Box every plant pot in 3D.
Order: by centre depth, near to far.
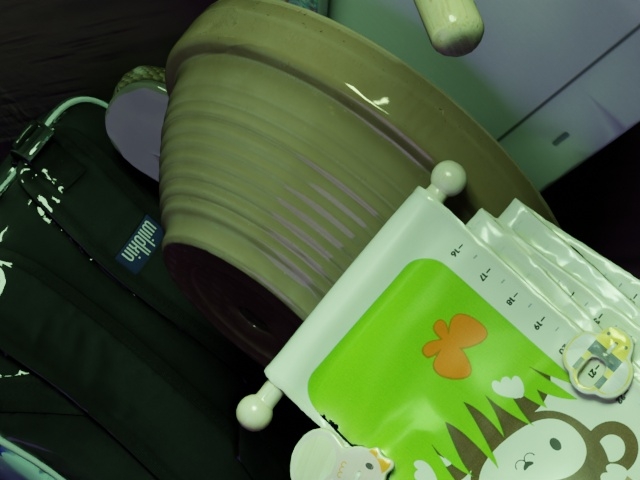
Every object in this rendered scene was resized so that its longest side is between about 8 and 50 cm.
[{"bbox_3d":[0.000,0.000,0.971,0.237,0.110,0.237,34,159,14],"label":"plant pot"}]

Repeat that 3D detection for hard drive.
[{"bbox_3d":[0.007,-0.172,0.888,0.353,0.047,0.233,45,152,-3],"label":"hard drive"}]

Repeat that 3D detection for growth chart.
[{"bbox_3d":[0.095,0.076,0.830,0.237,0.172,0.021,30,175,19],"label":"growth chart"}]

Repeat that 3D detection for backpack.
[{"bbox_3d":[-0.119,0.069,1.190,0.253,0.225,0.191,36,159,-6],"label":"backpack"}]

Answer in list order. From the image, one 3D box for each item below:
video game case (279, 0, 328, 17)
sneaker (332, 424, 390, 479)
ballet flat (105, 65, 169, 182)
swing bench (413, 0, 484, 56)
[{"bbox_3d":[-0.031,-0.152,0.902,0.087,0.011,0.122,33,151,18],"label":"video game case"},{"bbox_3d":[-0.033,0.211,1.391,0.115,0.105,0.281,48,151,-8],"label":"sneaker"},{"bbox_3d":[-0.021,-0.012,1.138,0.250,0.058,0.084,41,116,-7],"label":"ballet flat"},{"bbox_3d":[0.042,-0.248,0.612,0.255,0.165,0.253,51,158,26],"label":"swing bench"}]
